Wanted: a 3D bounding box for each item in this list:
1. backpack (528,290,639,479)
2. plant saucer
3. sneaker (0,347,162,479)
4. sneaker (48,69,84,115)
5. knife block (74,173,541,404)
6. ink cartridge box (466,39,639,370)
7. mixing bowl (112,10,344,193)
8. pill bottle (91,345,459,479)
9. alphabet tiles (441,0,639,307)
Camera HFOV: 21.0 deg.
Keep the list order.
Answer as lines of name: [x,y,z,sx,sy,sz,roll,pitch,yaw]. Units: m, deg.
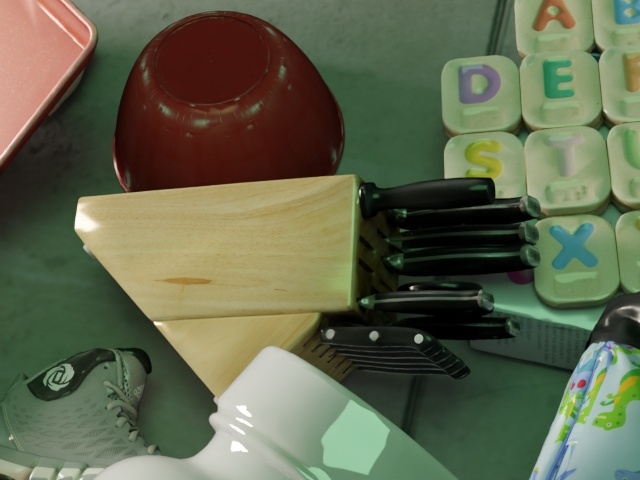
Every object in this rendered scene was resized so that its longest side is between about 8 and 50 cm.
backpack: [0.210,0.226,0.962,0.290,0.273,0.356,28,76,15]
plant saucer: [-0.304,-0.122,1.293,0.258,0.047,0.259,44,101,27]
sneaker: [-0.119,0.132,1.139,0.228,0.086,0.132,14,56,16]
sneaker: [-0.289,-0.156,1.363,0.212,0.080,0.094,16,71,15]
knife block: [0.000,0.000,1.166,0.242,0.088,0.276,-45,60,1]
ink cartridge box: [0.299,-0.038,1.221,0.330,0.071,0.324,11,57,15]
mixing bowl: [-0.076,-0.104,1.286,0.181,0.098,0.181,-3,56,5]
pill bottle: [-0.089,0.265,0.905,0.229,0.229,0.408,34,77,25]
alphabet tiles: [0.226,-0.079,1.201,0.284,0.021,0.278,-4,55,8]
